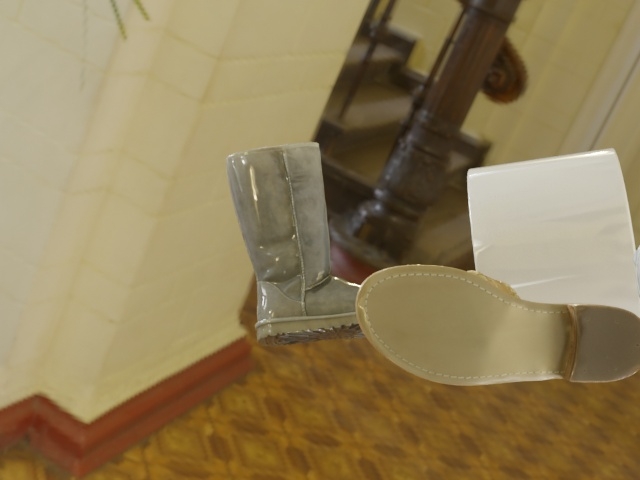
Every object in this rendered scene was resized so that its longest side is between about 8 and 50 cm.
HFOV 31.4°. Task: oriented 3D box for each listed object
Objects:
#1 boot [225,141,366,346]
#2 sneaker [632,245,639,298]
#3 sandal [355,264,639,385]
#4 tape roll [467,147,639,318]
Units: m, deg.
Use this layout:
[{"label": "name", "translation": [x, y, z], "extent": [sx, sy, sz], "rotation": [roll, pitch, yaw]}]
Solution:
[{"label": "boot", "translation": [0.001, -0.001, 1.202], "extent": [0.189, 0.076, 0.209], "rotation": [-2, 70, -12]}, {"label": "sneaker", "translation": [0.298, 0.068, 0.942], "extent": [0.053, 0.152, 0.061], "rotation": [-16, 1, 1]}, {"label": "sandal", "translation": [0.133, 0.070, 0.900], "extent": [0.240, 0.088, 0.079], "rotation": [8, 0, -13]}, {"label": "tape roll", "translation": [0.268, 0.025, 1.301], "extent": [0.169, 0.246, 0.246], "rotation": [-7, 16, 12]}]
